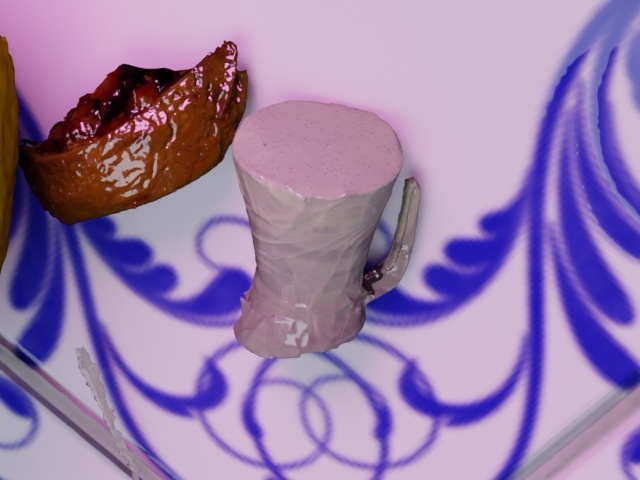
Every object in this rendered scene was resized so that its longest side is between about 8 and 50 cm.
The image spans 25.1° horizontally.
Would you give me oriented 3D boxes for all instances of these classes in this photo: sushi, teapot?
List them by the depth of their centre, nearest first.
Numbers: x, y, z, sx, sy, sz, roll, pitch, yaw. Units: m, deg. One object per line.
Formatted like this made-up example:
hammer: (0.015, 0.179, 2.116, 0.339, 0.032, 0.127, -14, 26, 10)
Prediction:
teapot: (0.000, 0.000, 0.492, 0.067, 0.057, 0.083, -1, 125, -14)
sushi: (-0.068, -0.036, 0.496, 0.099, 0.050, 0.047, -21, 102, 15)

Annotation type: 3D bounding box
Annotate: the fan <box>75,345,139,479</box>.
fan: (-0.046, 0.173, 0.614, 0.182, 0.010, 0.310, -7, 116, 21)

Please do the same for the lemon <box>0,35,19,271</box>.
lemon: (-0.199, -0.014, 0.462, 0.204, 0.204, 0.260, 32, 121, 1)
